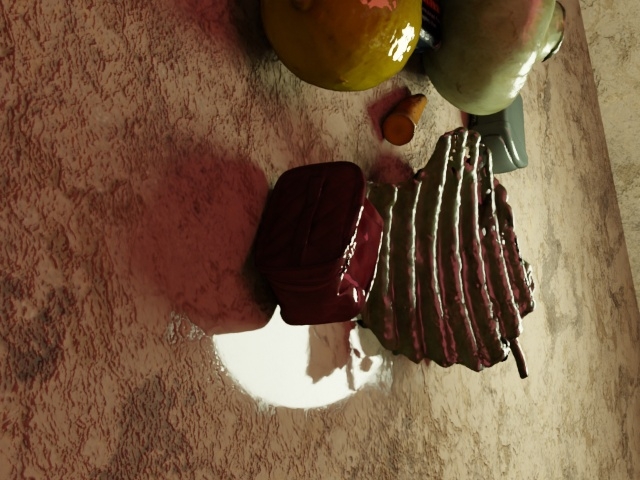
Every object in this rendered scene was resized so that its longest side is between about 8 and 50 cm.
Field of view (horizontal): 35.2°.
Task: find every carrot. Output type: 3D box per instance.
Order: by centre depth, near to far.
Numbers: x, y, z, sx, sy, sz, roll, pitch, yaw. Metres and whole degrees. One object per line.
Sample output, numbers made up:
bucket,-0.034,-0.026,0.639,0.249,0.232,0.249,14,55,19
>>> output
carrot,0.169,-0.242,1.905,0.209,0.061,0.061,-57,132,-60

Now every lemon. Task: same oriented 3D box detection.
lemon,0.031,-0.331,1.463,0.263,0.236,0.235,77,7,-86

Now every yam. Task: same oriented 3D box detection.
yam,0.333,0.138,1.803,0.029,0.027,0.234,-26,101,-60

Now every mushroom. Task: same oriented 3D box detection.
mushroom,0.335,-0.425,1.995,0.261,0.352,0.352,6,72,-18

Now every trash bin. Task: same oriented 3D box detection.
trash bin,0.414,-0.268,2.338,0.177,0.101,0.236,44,43,-48

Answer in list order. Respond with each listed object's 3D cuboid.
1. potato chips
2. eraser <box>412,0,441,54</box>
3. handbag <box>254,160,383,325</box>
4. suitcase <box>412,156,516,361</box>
potato chips,0.211,0.025,1.664,0.373,0.097,0.389,-34,109,-25
eraser,0.114,-0.444,1.791,0.332,0.102,0.154,15,70,-60
handbag,0.000,0.000,1.395,0.225,0.147,0.135,-73,149,-41
suitcase,0.264,0.033,1.891,0.229,0.152,0.335,-52,128,-55
